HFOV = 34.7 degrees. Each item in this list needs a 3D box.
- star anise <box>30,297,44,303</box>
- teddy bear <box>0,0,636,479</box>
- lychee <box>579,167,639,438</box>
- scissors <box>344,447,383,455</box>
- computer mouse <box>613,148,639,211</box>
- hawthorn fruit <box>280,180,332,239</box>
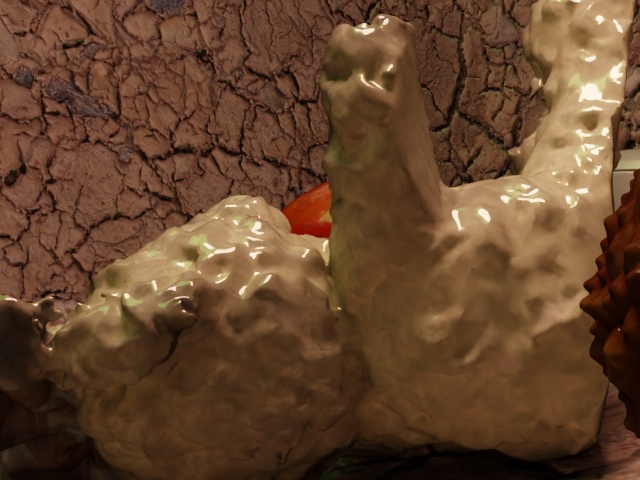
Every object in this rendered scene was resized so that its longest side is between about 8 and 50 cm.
[{"bbox_3d":[-0.287,0.152,0.903,0.283,0.129,0.212,-16,17,42],"label":"star anise"},{"bbox_3d":[0.000,0.000,0.632,0.362,0.375,0.327,5,-37,10],"label":"teddy bear"},{"bbox_3d":[0.199,0.024,0.369,0.200,0.200,0.238,-13,15,6],"label":"lychee"},{"bbox_3d":[0.013,0.143,0.695,0.036,0.006,0.083,-18,5,-40],"label":"scissors"},{"bbox_3d":[0.315,-0.013,1.197,0.288,0.159,0.097,-16,37,40],"label":"computer mouse"},{"bbox_3d":[0.028,0.032,1.038,0.253,0.205,0.205,-21,7,-36],"label":"hawthorn fruit"}]
